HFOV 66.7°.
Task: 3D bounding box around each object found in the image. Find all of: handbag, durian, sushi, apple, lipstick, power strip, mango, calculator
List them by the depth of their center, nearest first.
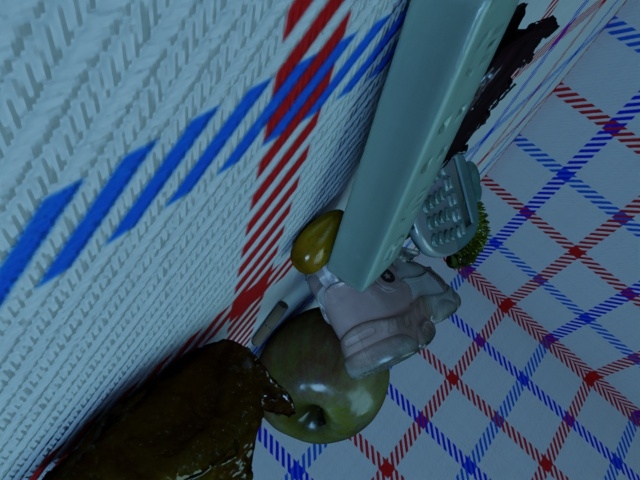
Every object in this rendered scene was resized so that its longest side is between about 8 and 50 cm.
[{"bbox_3d":[0.081,-0.076,0.477,0.091,0.062,0.385,-41,158,-37],"label":"power strip"},{"bbox_3d":[-0.154,0.223,0.519,0.296,0.166,0.179,-43,150,-59],"label":"sushi"},{"bbox_3d":[0.166,-0.167,0.575,0.216,0.074,0.203,-40,166,-40],"label":"handbag"},{"bbox_3d":[0.000,0.000,0.581,0.089,0.046,0.060,-51,163,9],"label":"mango"},{"bbox_3d":[-0.082,0.135,0.782,0.094,0.019,0.019,-53,167,25],"label":"lipstick"},{"bbox_3d":[0.223,-0.074,0.864,0.042,0.184,0.295,-9,-167,40],"label":"calculator"},{"bbox_3d":[0.003,0.249,0.941,0.234,0.256,0.257,-79,-164,-49],"label":"apple"},{"bbox_3d":[0.282,-0.047,1.044,0.146,0.198,0.159,-8,133,-57],"label":"durian"}]

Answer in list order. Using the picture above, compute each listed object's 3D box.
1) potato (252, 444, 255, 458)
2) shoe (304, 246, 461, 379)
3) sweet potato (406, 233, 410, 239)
[{"bbox_3d":[-0.194,0.382,0.854,0.177,0.160,0.235,-34,167,-1],"label":"potato"},{"bbox_3d":[0.114,0.078,0.829,0.171,0.198,0.351,-31,176,21],"label":"shoe"},{"bbox_3d":[0.200,-0.023,1.195,0.056,0.056,0.195,-35,168,-46],"label":"sweet potato"}]
